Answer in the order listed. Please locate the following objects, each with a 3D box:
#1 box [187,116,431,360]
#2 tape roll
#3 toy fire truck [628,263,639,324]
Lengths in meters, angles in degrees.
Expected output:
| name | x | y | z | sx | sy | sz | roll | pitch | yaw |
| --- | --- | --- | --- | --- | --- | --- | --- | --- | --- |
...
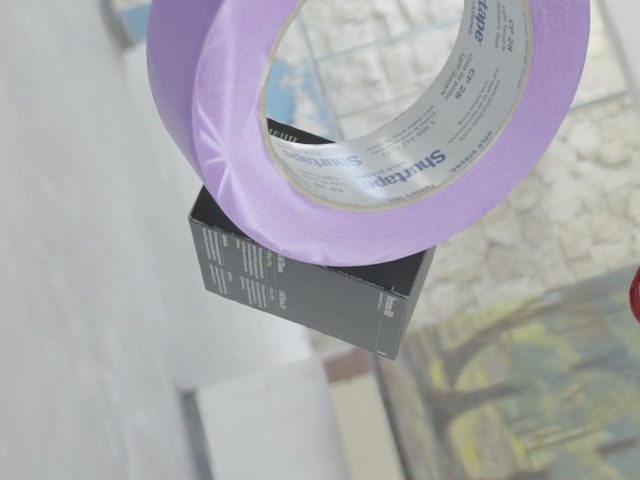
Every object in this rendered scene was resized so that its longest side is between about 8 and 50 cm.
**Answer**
| name | x | y | z | sx | sy | sz | roll | pitch | yaw |
| --- | --- | --- | --- | --- | --- | --- | --- | --- | --- |
| box | 0.000 | 0.000 | 2.128 | 0.343 | 0.312 | 0.179 | 93 | 19 | -72 |
| tape roll | 0.032 | -0.121 | 0.960 | 0.090 | 0.274 | 0.275 | 50 | -15 | 49 |
| toy fire truck | 0.333 | 0.007 | 0.809 | 0.302 | 0.254 | 0.169 | 20 | -12 | 41 |
